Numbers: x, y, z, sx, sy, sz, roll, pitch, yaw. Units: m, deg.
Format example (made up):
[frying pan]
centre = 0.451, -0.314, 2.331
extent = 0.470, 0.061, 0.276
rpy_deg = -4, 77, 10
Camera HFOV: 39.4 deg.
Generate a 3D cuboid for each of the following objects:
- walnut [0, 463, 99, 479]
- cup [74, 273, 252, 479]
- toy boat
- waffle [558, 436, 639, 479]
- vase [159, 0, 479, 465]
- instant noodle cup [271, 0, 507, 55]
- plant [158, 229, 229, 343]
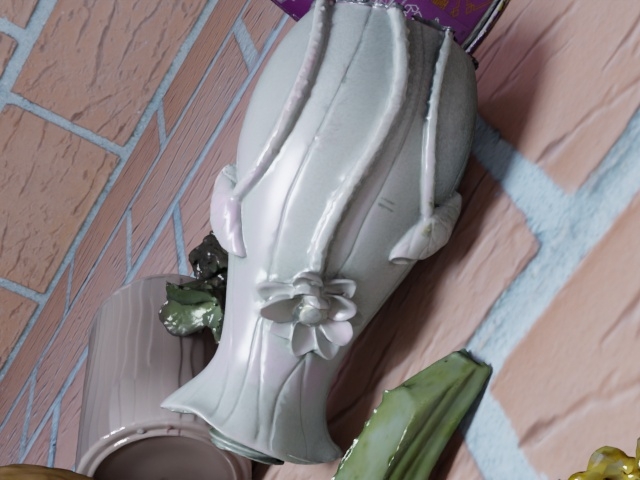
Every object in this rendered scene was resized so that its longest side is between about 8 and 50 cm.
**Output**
[walnut]
centre = -0.275, 0.414, 0.861
extent = 0.308, 0.398, 0.354
rpy_deg = -29, 23, -5
[cup]
centre = -0.210, 0.226, 1.121
extent = 0.288, 0.208, 0.273
rpy_deg = -52, 26, 22
[toy boat]
centre = 0.047, 0.219, 0.769
extent = 0.293, 0.055, 0.093
rpy_deg = -62, 25, 4
[waffle]
centre = 0.152, 0.235, 0.439
extent = 0.262, 0.060, 0.280
rpy_deg = -102, 32, -63
[vase]
centre = 0.000, 0.000, 0.900
extent = 0.250, 0.250, 0.445
rpy_deg = 8, 77, 66
[instant noodle cup]
centre = 0.063, -0.377, 1.111
extent = 0.340, 0.266, 0.340
rpy_deg = -49, 26, 33
[plant]
centre = -0.094, 0.044, 1.071
extent = 0.142, 0.131, 0.203
rpy_deg = -35, 2, 40
